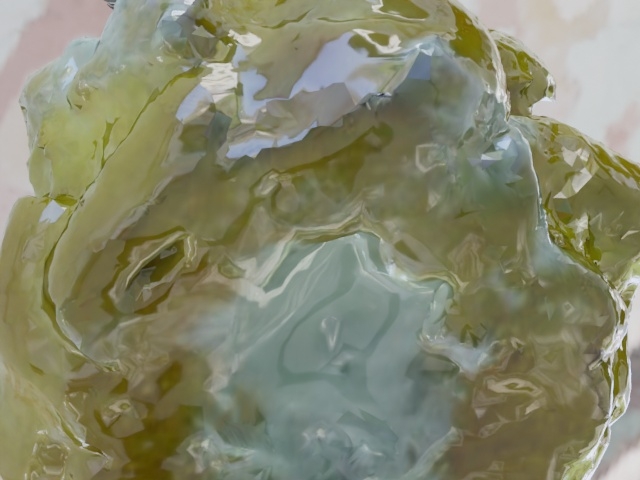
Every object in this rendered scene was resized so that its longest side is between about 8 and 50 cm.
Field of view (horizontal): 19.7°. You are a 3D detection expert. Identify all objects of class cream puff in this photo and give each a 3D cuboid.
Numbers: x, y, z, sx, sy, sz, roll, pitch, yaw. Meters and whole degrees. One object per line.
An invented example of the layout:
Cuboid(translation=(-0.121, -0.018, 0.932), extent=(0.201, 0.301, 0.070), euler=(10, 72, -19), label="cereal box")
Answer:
Cuboid(translation=(0.000, 0.000, 0.994), extent=(0.378, 0.275, 0.378), euler=(-3, -66, -6), label="cream puff")

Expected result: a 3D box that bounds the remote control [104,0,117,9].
Cuboid(translation=(-0.140, -0.175, 1.422), extent=(0.091, 0.034, 0.016), euler=(27, -105, -66), label="remote control")
